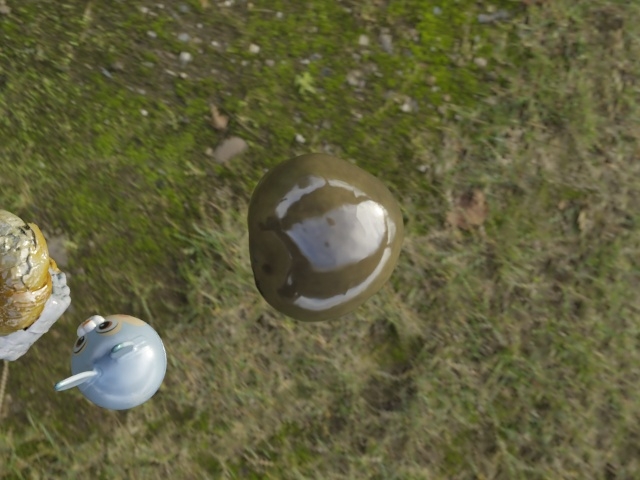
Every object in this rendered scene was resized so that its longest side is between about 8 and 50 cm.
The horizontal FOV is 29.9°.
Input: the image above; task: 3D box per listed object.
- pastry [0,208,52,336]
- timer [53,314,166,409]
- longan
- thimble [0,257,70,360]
[{"bbox_3d":[-0.357,0.034,1.321,0.081,0.153,0.153,-6,109,-52],"label":"pastry"},{"bbox_3d":[-0.353,0.185,1.963,0.175,0.175,0.255,-49,152,-4],"label":"timer"},{"bbox_3d":[0.000,0.000,1.736,0.246,0.215,0.246,0,92,-9],"label":"longan"},{"bbox_3d":[-0.392,0.069,1.498,0.118,0.151,0.127,-45,110,8],"label":"thimble"}]
